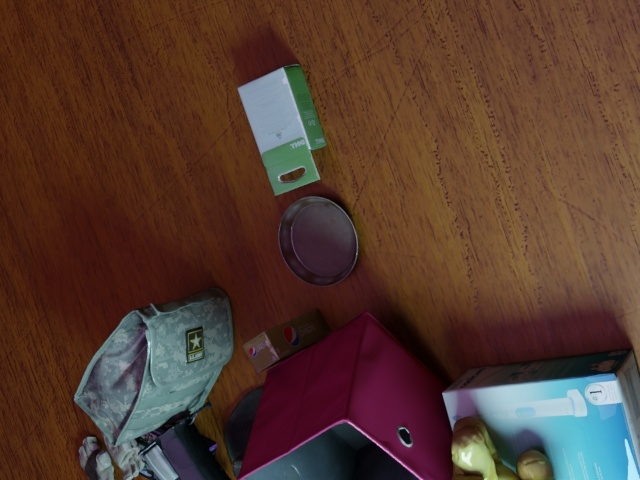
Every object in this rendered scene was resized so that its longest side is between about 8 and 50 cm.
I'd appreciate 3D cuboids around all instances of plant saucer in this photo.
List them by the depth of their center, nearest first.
[{"bbox_3d":[0.000,0.000,1.806,0.168,0.029,0.168,8,106,30],"label":"plant saucer"}]

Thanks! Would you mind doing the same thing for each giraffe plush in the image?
[{"bbox_3d":[0.289,0.379,1.509,0.170,0.181,0.210,-1,93,10],"label":"giraffe plush"}]

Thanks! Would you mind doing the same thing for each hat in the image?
[{"bbox_3d":[-0.077,0.449,1.897,0.331,0.134,0.331,8,106,29],"label":"hat"}]

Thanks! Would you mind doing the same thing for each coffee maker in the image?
[{"bbox_3d":[-0.248,0.446,1.954,0.171,0.120,0.178,-40,83,28],"label":"coffee maker"}]

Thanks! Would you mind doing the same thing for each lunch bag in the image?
[{"bbox_3d":[-0.305,0.228,1.920,0.169,0.235,0.287,42,120,23],"label":"lunch bag"}]

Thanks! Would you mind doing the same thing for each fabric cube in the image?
[{"bbox_3d":[0.055,0.327,1.646,0.259,0.258,0.254,-35,112,31],"label":"fabric cube"}]

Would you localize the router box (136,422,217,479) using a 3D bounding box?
[{"bbox_3d":[-0.309,0.460,2.089,0.179,0.046,0.133,20,110,26],"label":"router box"}]

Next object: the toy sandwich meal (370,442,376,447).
[{"bbox_3d":[0.123,0.406,1.828,0.085,0.029,0.085,0,91,27],"label":"toy sandwich meal"}]

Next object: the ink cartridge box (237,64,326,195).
[{"bbox_3d":[-0.060,-0.198,1.775,0.109,0.062,0.209,-18,92,33],"label":"ink cartridge box"}]

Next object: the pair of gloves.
[{"bbox_3d":[-0.457,0.476,2.155,0.204,0.042,0.240,46,129,34],"label":"pair of gloves"}]

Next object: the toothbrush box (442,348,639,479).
[{"bbox_3d":[0.373,0.311,1.595,0.295,0.126,0.216,-14,95,32],"label":"toothbrush box"}]

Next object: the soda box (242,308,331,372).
[{"bbox_3d":[-0.058,0.180,1.791,0.061,0.181,0.058,-35,81,32],"label":"soda box"}]
